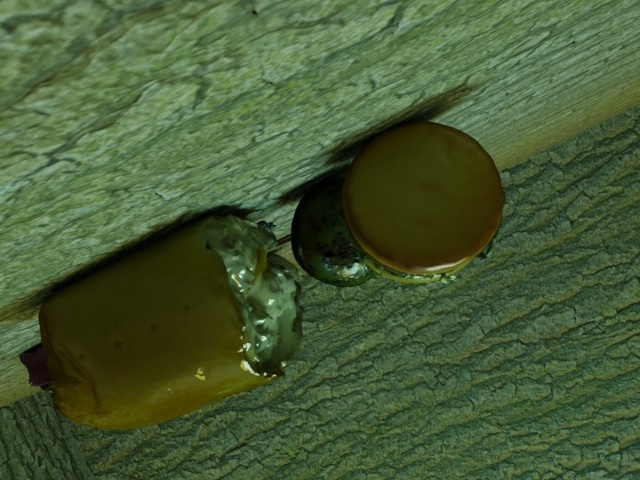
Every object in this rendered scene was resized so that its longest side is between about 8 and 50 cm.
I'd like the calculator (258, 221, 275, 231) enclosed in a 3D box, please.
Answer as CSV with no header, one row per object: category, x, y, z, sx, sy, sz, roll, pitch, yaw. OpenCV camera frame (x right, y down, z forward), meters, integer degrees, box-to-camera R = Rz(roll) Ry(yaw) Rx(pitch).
calculator,-0.123,0.001,1.353,0.094,0.019,0.141,-50,173,-3

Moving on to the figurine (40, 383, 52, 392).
figurine,-0.703,0.361,1.981,0.240,0.115,0.175,-26,176,8

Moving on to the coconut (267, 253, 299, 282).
coconut,-0.139,0.124,1.990,0.183,0.170,0.171,-18,179,24

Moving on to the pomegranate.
pomegranate,0.066,-0.006,1.168,0.248,0.202,0.202,15,-169,19

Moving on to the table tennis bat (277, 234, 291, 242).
table tennis bat,-0.062,-0.015,1.775,0.157,0.013,0.087,-24,174,13

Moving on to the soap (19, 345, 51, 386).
soap,-0.623,0.284,1.671,0.162,0.099,0.250,-18,175,-5

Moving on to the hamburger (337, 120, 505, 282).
hamburger,0.148,-0.048,1.012,0.246,0.246,0.170,-25,166,-5

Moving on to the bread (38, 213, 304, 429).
bread,-0.225,0.156,1.092,0.394,0.250,0.361,-26,167,8
